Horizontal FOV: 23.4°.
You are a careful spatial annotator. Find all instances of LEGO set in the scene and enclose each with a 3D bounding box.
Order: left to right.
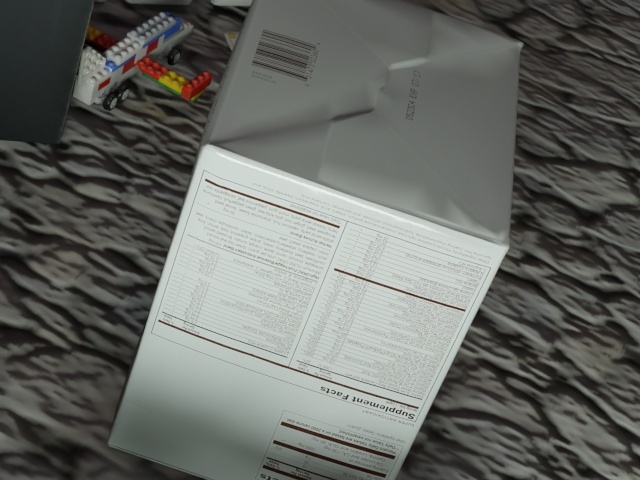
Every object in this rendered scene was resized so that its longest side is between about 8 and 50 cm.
[{"bbox_3d":[-0.098,-0.156,1.079,0.183,0.060,0.244,-2,43,-23],"label":"LEGO set"}]

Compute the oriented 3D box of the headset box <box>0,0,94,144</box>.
[{"bbox_3d":[-0.285,-0.190,0.963,0.246,0.131,0.283,4,41,-22],"label":"headset box"}]

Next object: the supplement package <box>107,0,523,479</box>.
[{"bbox_3d":[0.000,0.000,0.813,0.149,0.203,0.194,19,37,-4],"label":"supplement package"}]
